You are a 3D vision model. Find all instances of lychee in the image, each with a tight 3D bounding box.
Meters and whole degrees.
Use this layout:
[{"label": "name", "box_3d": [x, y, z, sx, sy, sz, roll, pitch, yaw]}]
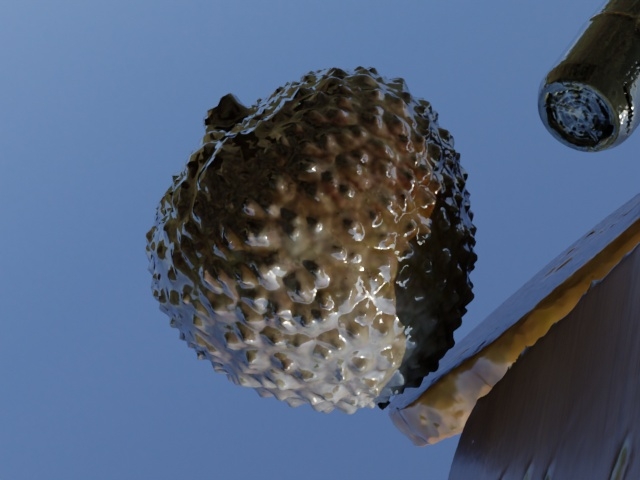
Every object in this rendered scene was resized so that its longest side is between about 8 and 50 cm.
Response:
[{"label": "lychee", "box_3d": [0.002, -0.005, 0.974, 0.300, 0.300, 0.300, -11, -133, 12]}]

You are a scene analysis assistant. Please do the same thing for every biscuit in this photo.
[{"label": "biscuit", "box_3d": [0.214, 0.052, 0.996, 0.365, 0.385, 0.062, -38, -96, -12]}]

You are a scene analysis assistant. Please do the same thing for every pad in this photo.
[{"label": "pad", "box_3d": [0.074, 0.157, 0.466, 0.018, 0.284, 0.286, 21, -119, -3]}]

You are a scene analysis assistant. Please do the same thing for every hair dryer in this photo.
[{"label": "hair dryer", "box_3d": [0.354, -0.214, 1.069, 0.189, 0.107, 0.352, -48, -172, -34]}]
